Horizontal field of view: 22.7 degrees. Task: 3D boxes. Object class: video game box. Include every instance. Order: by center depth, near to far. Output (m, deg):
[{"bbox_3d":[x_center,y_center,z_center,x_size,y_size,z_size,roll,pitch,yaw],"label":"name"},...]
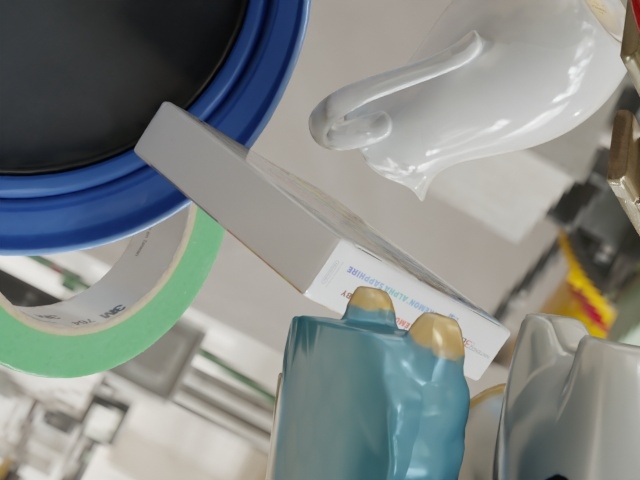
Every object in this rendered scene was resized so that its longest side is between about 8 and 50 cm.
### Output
[{"bbox_3d":[0.000,0.000,1.035,0.205,0.187,0.048,39,-81,44],"label":"video game box"}]

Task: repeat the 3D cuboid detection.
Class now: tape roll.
[{"bbox_3d":[-0.227,-0.039,1.434,0.077,0.321,0.321,19,-101,47],"label":"tape roll"}]

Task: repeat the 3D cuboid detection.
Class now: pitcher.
[{"bbox_3d":[0.105,-0.116,1.124,0.207,0.125,0.178,-33,162,27],"label":"pitcher"}]

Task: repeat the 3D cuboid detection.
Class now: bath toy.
[{"bbox_3d":[0.157,0.098,0.501,0.151,0.348,0.129,-154,-108,-82],"label":"bath toy"}]

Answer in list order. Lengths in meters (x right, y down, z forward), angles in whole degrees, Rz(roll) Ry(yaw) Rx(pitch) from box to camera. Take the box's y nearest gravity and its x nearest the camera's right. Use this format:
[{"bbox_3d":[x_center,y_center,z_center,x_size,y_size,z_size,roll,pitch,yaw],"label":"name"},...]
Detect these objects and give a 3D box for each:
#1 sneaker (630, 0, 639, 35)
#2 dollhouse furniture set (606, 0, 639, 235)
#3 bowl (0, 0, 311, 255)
[{"bbox_3d":[0.194,-0.064,0.725,0.107,0.118,0.279,-34,-122,26],"label":"sneaker"},{"bbox_3d":[0.293,-0.094,0.877,0.161,0.212,0.242,47,49,-52],"label":"dollhouse furniture set"},{"bbox_3d":[-0.204,-0.172,1.048,0.391,0.391,0.077,-62,-159,26],"label":"bowl"}]
